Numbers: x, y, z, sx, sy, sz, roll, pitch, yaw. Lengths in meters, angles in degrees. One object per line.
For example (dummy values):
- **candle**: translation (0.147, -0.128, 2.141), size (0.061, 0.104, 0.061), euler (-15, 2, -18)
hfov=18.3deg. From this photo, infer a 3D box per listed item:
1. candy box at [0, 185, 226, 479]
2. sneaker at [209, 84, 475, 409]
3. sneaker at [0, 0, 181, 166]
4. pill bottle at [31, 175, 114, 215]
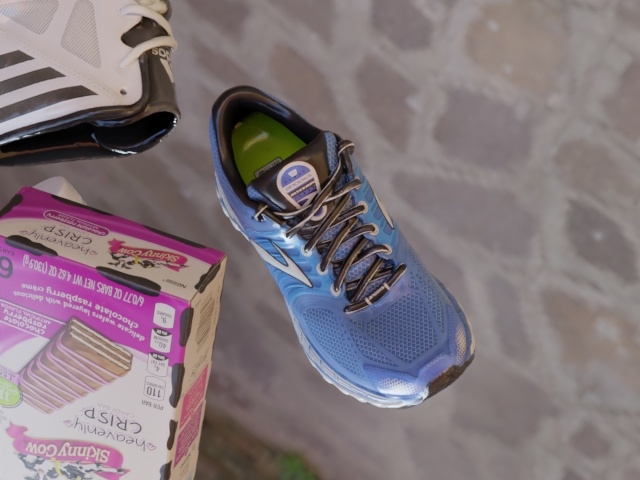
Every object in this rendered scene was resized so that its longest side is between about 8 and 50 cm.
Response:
- **candy box**: translation (-0.162, 0.095, 1.398), size (0.159, 0.071, 0.233), euler (18, 125, 13)
- **sneaker**: translation (0.000, 0.000, 1.607), size (0.330, 0.130, 0.147), euler (49, 173, 30)
- **sneaker**: translation (-0.147, -0.223, 1.698), size (0.257, 0.447, 0.169), euler (51, 175, 16)
- **pill bottle**: translation (-0.186, 0.043, 1.632), size (0.187, 0.112, 0.112), euler (53, 153, -22)
